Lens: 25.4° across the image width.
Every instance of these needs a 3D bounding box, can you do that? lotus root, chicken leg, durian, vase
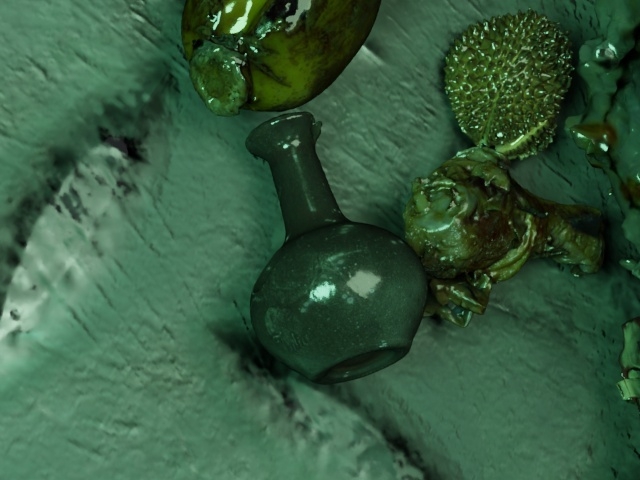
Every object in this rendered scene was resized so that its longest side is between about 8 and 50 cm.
[{"bbox_3d":[-0.021,-0.166,0.966,0.120,0.120,0.209,43,60,-17],"label":"lotus root"},{"bbox_3d":[0.132,-0.011,1.056,0.196,0.080,0.125,-19,99,-41],"label":"chicken leg"},{"bbox_3d":[0.161,-0.133,1.101,0.110,0.071,0.140,43,55,-17],"label":"durian"},{"bbox_3d":[0.000,0.000,0.950,0.120,0.120,0.183,-4,66,-33],"label":"vase"}]

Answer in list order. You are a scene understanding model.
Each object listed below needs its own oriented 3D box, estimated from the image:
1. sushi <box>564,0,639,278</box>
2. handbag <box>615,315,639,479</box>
[{"bbox_3d":[0.340,-0.101,1.009,0.175,0.417,0.418,5,76,-28],"label":"sushi"},{"bbox_3d":[0.336,0.168,1.108,0.235,0.127,0.213,7,74,-18],"label":"handbag"}]
